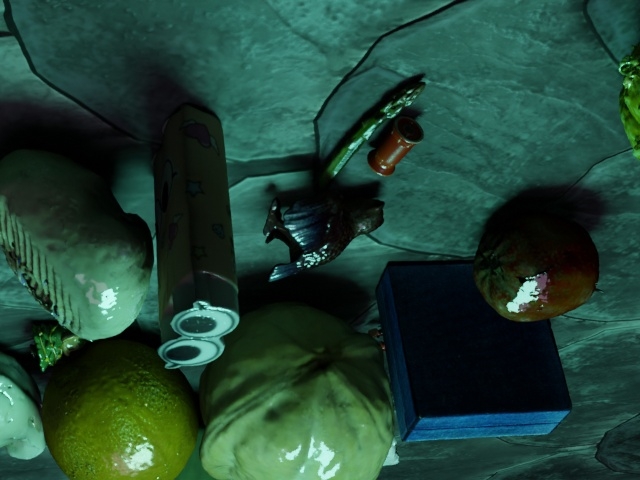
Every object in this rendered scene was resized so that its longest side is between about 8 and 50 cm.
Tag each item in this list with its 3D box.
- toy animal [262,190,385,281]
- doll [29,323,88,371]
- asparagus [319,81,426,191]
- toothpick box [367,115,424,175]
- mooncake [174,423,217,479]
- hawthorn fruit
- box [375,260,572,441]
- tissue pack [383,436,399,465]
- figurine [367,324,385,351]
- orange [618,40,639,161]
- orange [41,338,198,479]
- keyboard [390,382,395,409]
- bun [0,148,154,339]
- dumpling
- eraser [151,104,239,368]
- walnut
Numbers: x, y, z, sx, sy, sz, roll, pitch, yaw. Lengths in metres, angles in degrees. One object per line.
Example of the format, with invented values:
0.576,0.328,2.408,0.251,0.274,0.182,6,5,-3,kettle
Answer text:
0.008,-0.003,1.476,0.179,0.116,0.218,-6,158,-2,toy animal
-0.434,0.158,1.700,0.113,0.076,0.078,-32,180,-17,doll
0.059,-0.140,1.363,0.034,0.027,0.236,9,144,-34,asparagus
0.099,-0.127,1.377,0.047,0.047,0.083,9,144,-26,toothpick box
-0.287,0.473,2.012,0.356,0.194,0.356,7,160,3,mooncake
0.355,0.046,1.599,0.235,0.181,0.181,14,141,-31,hawthorn fruit
0.244,0.176,1.669,0.261,0.279,0.116,-1,149,-11,box
0.003,0.344,1.948,0.271,0.201,0.124,-10,155,2,tissue pack
0.160,0.179,1.856,0.140,0.068,0.075,13,139,-41,figurine
0.518,-0.183,1.231,0.300,0.223,0.301,-17,147,3,orange
-0.341,0.303,1.743,0.274,0.274,0.274,-6,148,-4,orange
0.155,0.328,2.130,0.060,0.018,0.195,-30,143,25,keyboard
-0.320,0.000,1.332,0.168,0.273,0.273,-41,157,-24,bun
-0.614,0.260,1.747,0.243,0.187,0.318,16,162,47,dumpling
-0.160,-0.006,1.272,0.087,0.290,0.171,4,146,-19,eraser
-0.043,0.278,1.697,0.381,0.381,0.381,-6,148,-4,walnut
